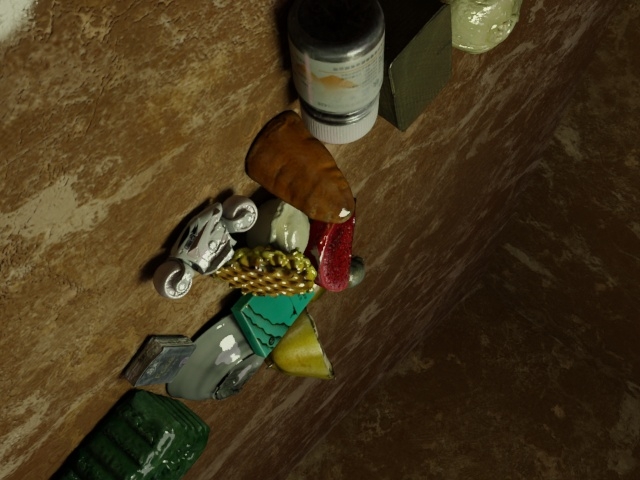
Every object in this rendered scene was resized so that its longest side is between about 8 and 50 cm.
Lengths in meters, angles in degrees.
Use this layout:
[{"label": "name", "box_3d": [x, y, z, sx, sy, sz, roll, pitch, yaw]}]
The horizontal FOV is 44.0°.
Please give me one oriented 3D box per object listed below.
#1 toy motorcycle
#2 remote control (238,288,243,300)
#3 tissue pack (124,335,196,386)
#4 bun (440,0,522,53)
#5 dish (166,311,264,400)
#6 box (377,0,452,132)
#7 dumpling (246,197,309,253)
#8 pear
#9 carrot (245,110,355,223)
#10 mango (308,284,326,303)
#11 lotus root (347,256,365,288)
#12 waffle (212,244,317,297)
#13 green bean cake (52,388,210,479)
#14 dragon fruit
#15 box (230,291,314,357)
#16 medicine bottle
[{"label": "toy motorcycle", "box_3d": [-0.226, 0.002, 1.517, 0.254, 0.112, 0.112, -46, 159, -17]}, {"label": "remote control", "box_3d": [-0.182, 0.144, 1.935, 0.043, 0.027, 0.152, -45, 162, -31]}, {"label": "tissue pack", "box_3d": [-0.349, 0.263, 1.735, 0.112, 0.051, 0.156, -53, 161, 7]}, {"label": "bun", "box_3d": [0.379, -0.537, 1.809, 0.244, 0.153, 0.243, -48, 161, -23]}, {"label": "dish", "box_3d": [-0.227, 0.305, 1.970, 0.316, 0.106, 0.316, -40, 159, -19]}, {"label": "box", "box_3d": [0.158, -0.376, 1.609, 0.184, 0.143, 0.273, -48, 159, -8]}, {"label": "dumpling", "box_3d": [-0.083, -0.031, 1.724, 0.252, 0.132, 0.179, 100, 9, -69]}, {"label": "pear", "box_3d": [-0.078, 0.301, 2.237, 0.178, 0.266, 0.267, -18, 156, -1]}, {"label": "carrot", "box_3d": [-0.023, -0.123, 1.545, 0.159, 0.225, 0.159, -39, 158, -19]}, {"label": "mango", "box_3d": [-0.012, 0.102, 2.165, 0.161, 0.076, 0.103, -59, 154, -5]}, {"label": "lotus root", "box_3d": [0.094, 0.098, 2.382, 0.088, 0.088, 0.165, -61, 168, 24]}, {"label": "waffle", "box_3d": [-0.127, 0.066, 1.672, 0.238, 0.244, 0.058, 51, 43, -63]}, {"label": "green bean cake", "box_3d": [-0.421, 0.514, 1.844, 0.300, 0.169, 0.308, -50, 161, -6]}, {"label": "dragon fruit", "box_3d": [0.000, 0.000, 1.850, 0.189, 0.163, 0.261, -72, 171, -61]}, {"label": "box", "box_3d": [-0.111, 0.147, 1.918, 0.226, 0.042, 0.160, -51, 132, -33]}, {"label": "medicine bottle", "box_3d": [0.031, -0.308, 1.412, 0.165, 0.165, 0.273, -45, 158, -18]}]
